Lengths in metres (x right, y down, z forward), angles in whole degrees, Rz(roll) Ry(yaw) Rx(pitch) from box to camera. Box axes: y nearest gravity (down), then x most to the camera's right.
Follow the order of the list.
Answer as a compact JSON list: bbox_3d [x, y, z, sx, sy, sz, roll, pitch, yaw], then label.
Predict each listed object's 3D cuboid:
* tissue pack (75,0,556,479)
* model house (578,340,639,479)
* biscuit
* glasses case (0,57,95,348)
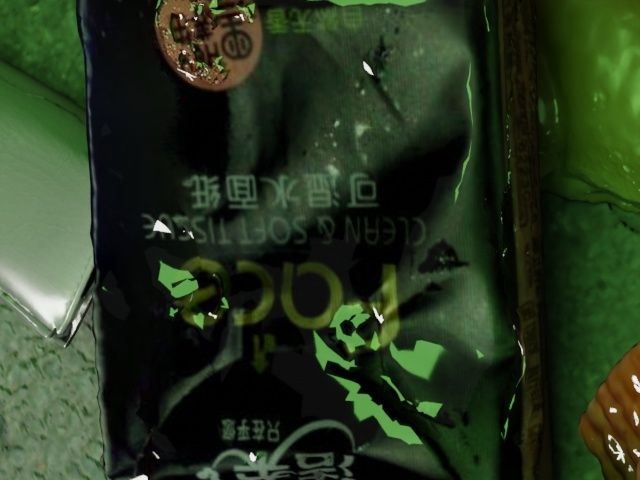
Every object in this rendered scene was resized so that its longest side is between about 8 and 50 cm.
[{"bbox_3d":[0.000,0.000,1.022,0.245,0.123,0.332,3,102,28],"label":"tissue pack"},{"bbox_3d":[0.225,0.126,0.879,0.329,0.251,0.295,-37,73,24],"label":"model house"},{"bbox_3d":[0.140,-0.077,1.048,0.299,0.045,0.154,0,83,25],"label":"biscuit"},{"bbox_3d":[-0.222,-0.054,1.199,0.308,0.083,0.128,30,103,25],"label":"glasses case"}]
